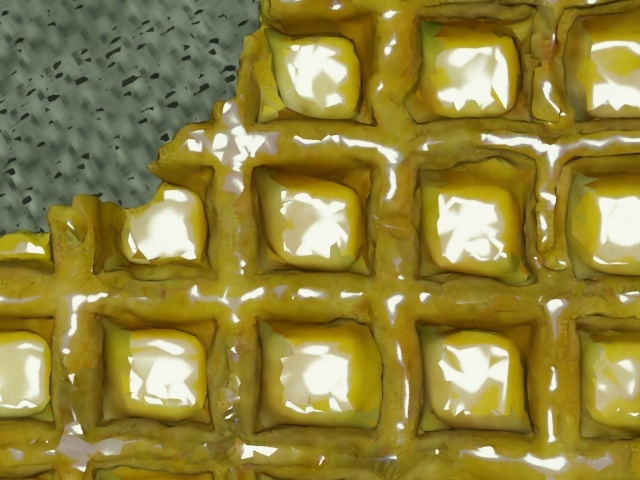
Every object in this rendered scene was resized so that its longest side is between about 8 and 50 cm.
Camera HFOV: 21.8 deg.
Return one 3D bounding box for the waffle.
[{"bbox_3d":[0.000,0.000,0.468,0.260,0.069,0.293,40,90,5],"label":"waffle"}]
